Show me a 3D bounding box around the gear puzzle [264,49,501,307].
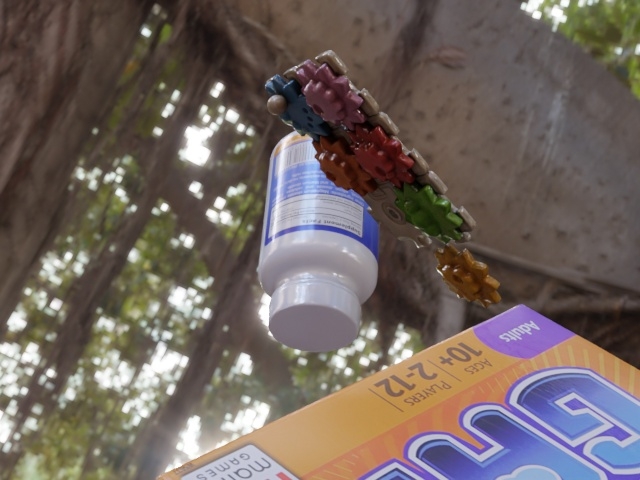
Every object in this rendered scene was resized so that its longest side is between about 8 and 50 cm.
[{"bbox_3d":[0.068,-0.046,1.286,0.339,0.044,0.175,49,-22,-15],"label":"gear puzzle"}]

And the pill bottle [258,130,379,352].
[{"bbox_3d":[0.000,0.000,1.556,0.152,0.272,0.152,2,-36,2],"label":"pill bottle"}]

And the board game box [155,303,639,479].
[{"bbox_3d":[0.122,0.310,0.726,0.356,0.356,0.356,30,-59,32],"label":"board game box"}]
